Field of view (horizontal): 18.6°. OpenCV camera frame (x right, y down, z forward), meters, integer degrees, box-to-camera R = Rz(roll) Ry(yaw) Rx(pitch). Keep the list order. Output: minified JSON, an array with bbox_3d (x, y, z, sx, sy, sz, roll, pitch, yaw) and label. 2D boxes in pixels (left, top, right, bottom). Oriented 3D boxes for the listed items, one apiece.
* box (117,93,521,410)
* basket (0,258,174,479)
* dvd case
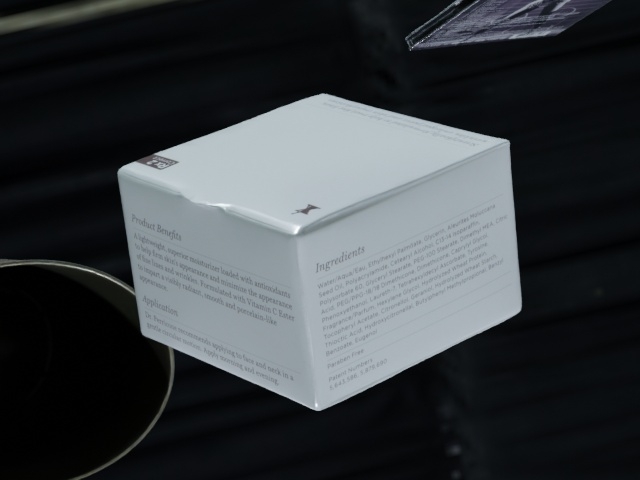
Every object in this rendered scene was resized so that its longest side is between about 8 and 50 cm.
[{"bbox_3d":[0.000,0.000,1.224,0.181,0.182,0.119,19,123,46],"label":"box"},{"bbox_3d":[-0.235,0.082,1.399,0.227,0.204,0.154,-170,77,-68],"label":"basket"},{"bbox_3d":[0.195,-0.216,1.721,0.221,0.164,0.018,-29,71,62],"label":"dvd case"}]
